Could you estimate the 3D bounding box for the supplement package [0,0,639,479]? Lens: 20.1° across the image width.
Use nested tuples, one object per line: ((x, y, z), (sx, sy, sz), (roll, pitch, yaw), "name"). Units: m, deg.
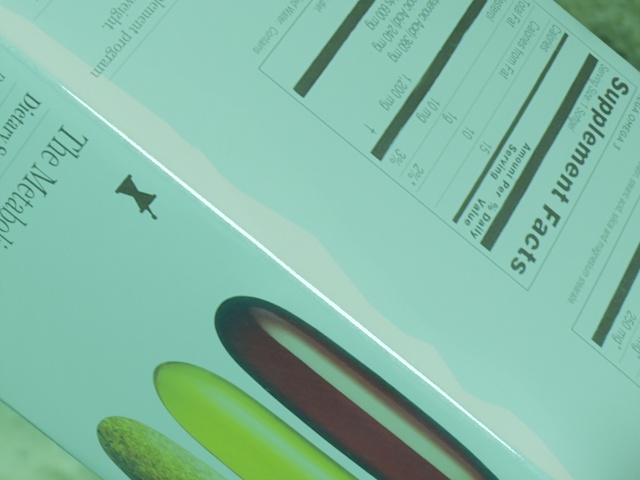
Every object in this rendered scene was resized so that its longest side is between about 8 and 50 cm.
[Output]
((0.000, 0.000, 0.497), (0.244, 0.139, 0.134), (39, 51, -6), "supplement package")
